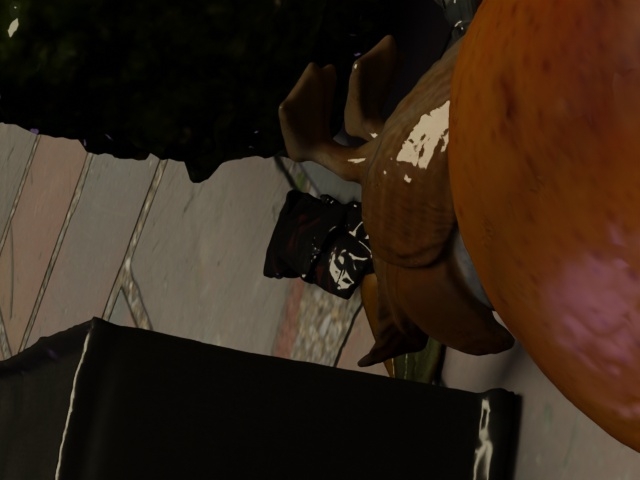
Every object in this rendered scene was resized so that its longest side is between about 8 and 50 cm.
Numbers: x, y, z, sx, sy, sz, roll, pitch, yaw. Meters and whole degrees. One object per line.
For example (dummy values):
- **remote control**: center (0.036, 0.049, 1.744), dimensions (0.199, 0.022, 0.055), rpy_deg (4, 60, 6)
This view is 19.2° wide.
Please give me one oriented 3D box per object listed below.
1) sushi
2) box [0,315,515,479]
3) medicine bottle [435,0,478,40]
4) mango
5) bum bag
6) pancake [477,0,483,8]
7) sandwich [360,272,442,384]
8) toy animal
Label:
- **sushi**: center (-0.109, -0.153, 1.060), dimensions (0.352, 0.294, 0.178), rpy_deg (-134, 58, -67)
- **box**: center (-0.077, 0.225, 0.866), dimensions (0.251, 0.204, 0.345), rpy_deg (-21, 57, 63)
- **medicine bottle**: center (0.064, -0.167, 0.963), dimensions (0.199, 0.057, 0.058), rpy_deg (-95, 29, -41)
- **mango**: center (0.183, -0.052, 0.462), dimensions (0.350, 0.199, 0.201), rpy_deg (-29, 79, 45)
- **bum bag**: center (0.001, 0.000, 1.041), dimensions (0.058, 0.034, 0.124), rpy_deg (-67, 22, -3)
- **pancake**: center (0.092, -0.173, 0.801), dimensions (0.244, 0.057, 0.266), rpy_deg (59, -154, -85)
- **sandwich**: center (0.043, 0.033, 0.925), dimensions (0.083, 0.031, 0.044), rpy_deg (-109, 35, -51)
- **toy animal**: center (0.071, -0.005, 0.786), dimensions (0.179, 0.089, 0.188), rpy_deg (29, 126, 24)
